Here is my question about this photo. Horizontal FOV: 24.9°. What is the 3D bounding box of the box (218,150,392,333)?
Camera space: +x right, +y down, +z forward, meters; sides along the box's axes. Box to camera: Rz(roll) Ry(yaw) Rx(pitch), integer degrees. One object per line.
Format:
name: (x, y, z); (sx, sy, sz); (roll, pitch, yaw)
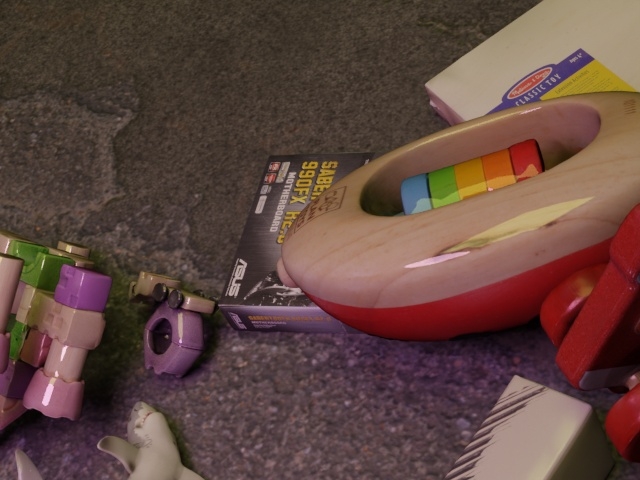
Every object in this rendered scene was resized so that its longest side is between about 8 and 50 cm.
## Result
box: (0.000, 0.000, 1.689); (0.183, 0.056, 0.231); (0, 53, 25)

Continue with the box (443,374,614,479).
box: (0.161, 0.271, 1.352); (0.094, 0.113, 0.275); (20, 61, 37)

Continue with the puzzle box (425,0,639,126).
puzzle box: (0.360, -0.218, 1.716); (0.409, 0.052, 0.272); (-35, 47, -7)

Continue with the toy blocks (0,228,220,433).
toy blocks: (-0.339, 0.136, 1.652); (0.288, 0.309, 0.260); (18, 94, 48)

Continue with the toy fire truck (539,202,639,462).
toy fire truck: (0.362, 0.053, 1.308); (0.302, 0.254, 0.169); (-4, 48, -27)

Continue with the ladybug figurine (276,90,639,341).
ladybug figurine: (0.173, -0.013, 1.484); (0.449, 0.162, 0.305); (-16, 24, 17)

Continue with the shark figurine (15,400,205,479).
shark figurine: (-0.221, 0.280, 1.503); (0.166, 0.278, 0.116); (43, 117, 14)
